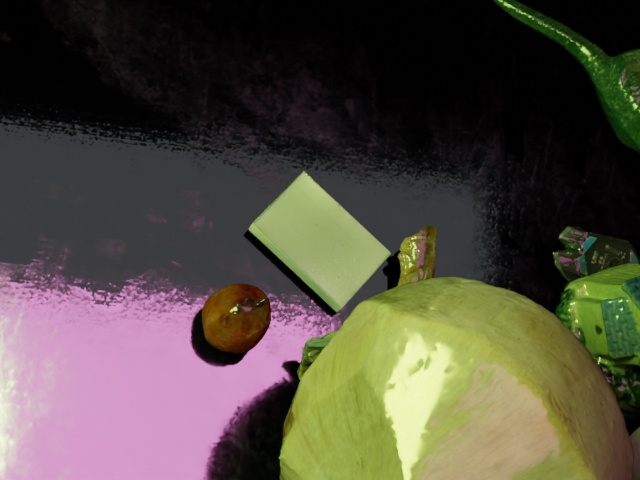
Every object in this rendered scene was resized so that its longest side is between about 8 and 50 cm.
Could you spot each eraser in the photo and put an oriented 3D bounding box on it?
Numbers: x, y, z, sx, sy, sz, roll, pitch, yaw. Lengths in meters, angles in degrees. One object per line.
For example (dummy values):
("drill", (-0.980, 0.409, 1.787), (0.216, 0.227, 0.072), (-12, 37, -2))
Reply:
("eraser", (0.000, 0.000, 1.514), (0.150, 0.023, 0.104), (43, 64, 0))

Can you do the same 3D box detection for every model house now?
("model house", (0.427, 0.116, 1.500), (0.214, 0.189, 0.195), (-8, 86, -23))

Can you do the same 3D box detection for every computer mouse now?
("computer mouse", (0.352, 0.029, 1.603), (0.135, 0.047, 0.079), (22, 76, -19))

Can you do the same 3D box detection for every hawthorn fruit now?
("hawthorn fruit", (-0.092, 0.084, 1.414), (0.081, 0.093, 0.081), (7, 67, -16))

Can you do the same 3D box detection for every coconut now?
("coconut", (0.125, 0.234, 1.257), (0.415, 0.344, 0.415), (39, 35, -35))

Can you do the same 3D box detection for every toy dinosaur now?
("toy dinosaur", (0.377, -0.190, 1.673), (0.300, 0.087, 0.447), (1, 64, -19))

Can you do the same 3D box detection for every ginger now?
("ginger", (0.114, 0.048, 1.526), (0.057, 0.044, 0.137), (30, 67, -38))

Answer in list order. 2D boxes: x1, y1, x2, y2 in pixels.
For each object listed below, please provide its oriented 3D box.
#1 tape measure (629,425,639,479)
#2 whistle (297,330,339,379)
("tape measure", (0.488, 0.250, 1.452), (0.265, 0.258, 0.130), (-44, 51, 9))
("whistle", (0.130, 0.124, 1.489), (0.326, 0.068, 0.057), (-4, 42, -19))
